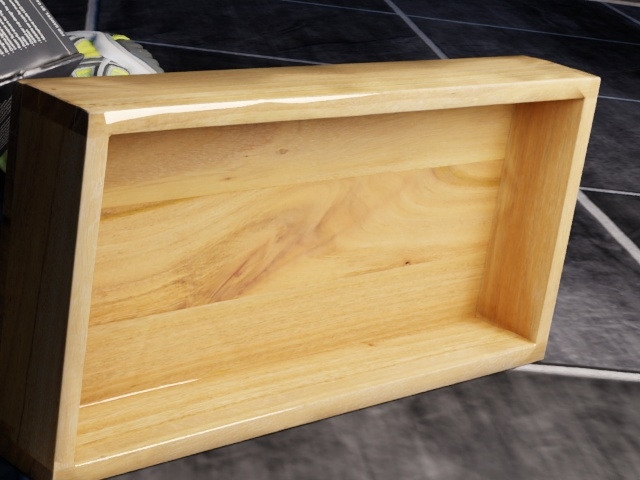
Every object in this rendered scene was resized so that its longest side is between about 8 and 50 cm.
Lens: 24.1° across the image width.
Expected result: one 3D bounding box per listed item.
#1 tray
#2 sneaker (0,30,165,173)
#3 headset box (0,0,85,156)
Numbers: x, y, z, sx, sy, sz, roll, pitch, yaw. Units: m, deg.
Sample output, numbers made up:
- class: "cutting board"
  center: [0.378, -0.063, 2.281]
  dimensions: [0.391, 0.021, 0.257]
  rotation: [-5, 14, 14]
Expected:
- class: "tray"
  center: [0.000, 0.000, 0.896]
  dimensions: [0.411, 0.202, 0.076]
  rotation: [-8, 24, -43]
- class: "sneaker"
  center: [-0.183, -0.076, 1.151]
  dimensions: [0.147, 0.145, 0.385]
  rotation: [-7, 22, -42]
- class: "headset box"
  center: [-0.307, -0.114, 0.730]
  dimensions: [0.246, 0.131, 0.283]
  rotation: [52, 39, 3]
